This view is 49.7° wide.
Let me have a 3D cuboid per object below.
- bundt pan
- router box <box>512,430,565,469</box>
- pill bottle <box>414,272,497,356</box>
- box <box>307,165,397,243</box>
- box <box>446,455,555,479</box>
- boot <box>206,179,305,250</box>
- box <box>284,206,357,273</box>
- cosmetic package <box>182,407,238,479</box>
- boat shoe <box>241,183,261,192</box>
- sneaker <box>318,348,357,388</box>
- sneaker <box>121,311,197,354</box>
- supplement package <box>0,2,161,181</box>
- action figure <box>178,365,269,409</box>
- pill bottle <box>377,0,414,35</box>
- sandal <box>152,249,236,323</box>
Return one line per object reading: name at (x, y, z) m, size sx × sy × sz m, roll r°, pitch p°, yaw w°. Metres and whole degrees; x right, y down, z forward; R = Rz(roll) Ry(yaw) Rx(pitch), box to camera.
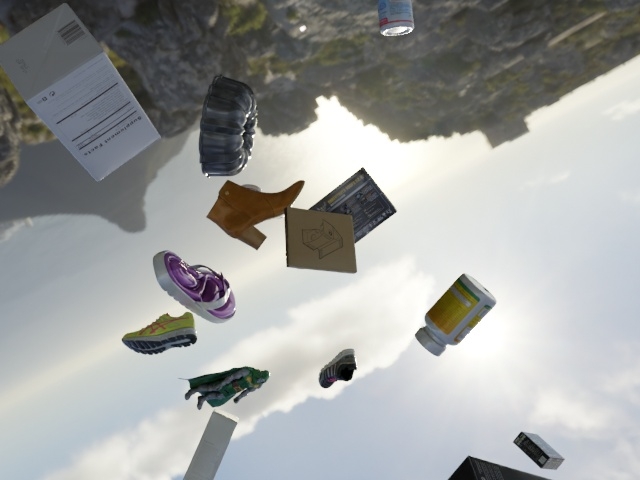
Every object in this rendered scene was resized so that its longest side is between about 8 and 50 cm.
bundt pan at (-0.283, -0.354, 2.201) m, size 0.124 × 0.330 × 0.331 m, roll 10°, pitch -176°, yaw 5°
router box at (0.543, 0.522, 1.716) m, size 0.122 × 0.092 × 0.038 m, roll 26°, pitch 102°, yaw -50°
pill bottle at (0.342, 0.195, 1.775) m, size 0.208 × 0.117 × 0.117 m, roll -51°, pitch 175°, yaw 13°
box at (0.100, -0.096, 2.207) m, size 0.231 × 0.183 × 0.056 m, roll -38°, pitch -177°, yaw 9°
box at (0.454, 0.789, 1.865) m, size 0.343 × 0.312 × 0.179 m, roll -59°, pitch -159°, yaw 25°
boot at (-0.204, -0.133, 2.176) m, size 0.295 × 0.211 × 0.104 m, roll -53°, pitch -177°, yaw -18°
box at (0.000, 0.000, 1.804) m, size 0.201 × 0.164 × 0.021 m, roll 7°, pitch 159°, yaw -28°
cosmetic package at (-0.313, 0.602, 1.963) m, size 0.117 × 0.085 × 0.231 m, roll 120°, pitch -6°, yaw -80°
boat shoe at (-0.279, -0.132, 2.350) m, size 0.183 × 0.065 × 0.083 m, roll -11°, pitch -125°, yaw 38°
sneaker at (0.052, 0.393, 2.032) m, size 0.063 × 0.075 × 0.170 m, roll 17°, pitch 126°, yaw -34°
sneaker at (-0.417, 0.237, 1.805) m, size 0.208 × 0.094 × 0.081 m, roll -9°, pitch 144°, yaw 8°
supplement package at (-0.490, -0.296, 1.425) m, size 0.175 × 0.177 × 0.293 m, roll -37°, pitch 155°, yaw -8°
action figure at (-0.218, 0.350, 1.663) m, size 0.232 × 0.137 × 0.063 m, roll -23°, pitch -141°, yaw 26°
pill bottle at (0.186, -0.606, 1.741) m, size 0.087 × 0.160 × 0.087 m, roll -6°, pitch -179°, yaw 0°
sandal at (-0.317, 0.131, 1.935) m, size 0.102 × 0.169 × 0.416 m, roll -24°, pitch 158°, yaw 14°
